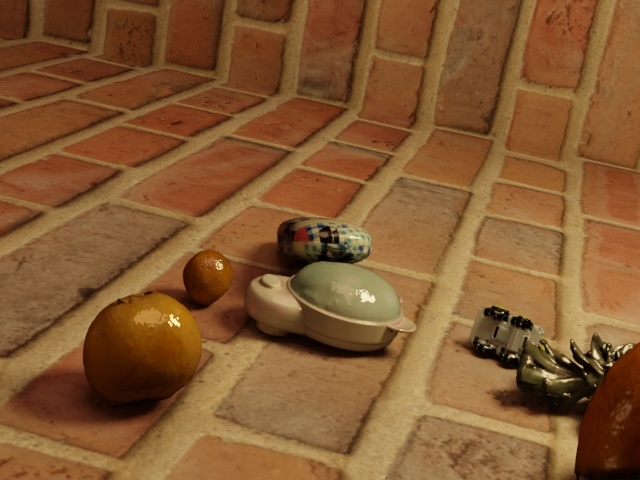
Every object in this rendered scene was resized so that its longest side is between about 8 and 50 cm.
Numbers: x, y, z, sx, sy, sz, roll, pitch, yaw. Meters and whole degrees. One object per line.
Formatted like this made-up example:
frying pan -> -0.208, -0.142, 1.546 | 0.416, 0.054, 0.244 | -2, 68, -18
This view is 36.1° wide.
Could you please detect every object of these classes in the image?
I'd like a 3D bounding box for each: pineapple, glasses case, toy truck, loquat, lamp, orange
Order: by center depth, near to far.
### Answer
orange -> 0.439, 0.212, 1.087 | 0.274, 0.310, 0.274 | 27, 31, -18
loquat -> -0.213, 0.128, 1.162 | 0.141, 0.141, 0.141 | 9, 19, -3
pineapple -> 0.419, 0.197, 1.307 | 0.310, 0.141, 0.170 | 8, 43, 15
lamp -> 0.013, 0.085, 1.440 | 0.246, 0.107, 0.179 | 7, 15, -9
orange -> -0.169, 0.055, 1.465 | 0.085, 0.085, 0.085 | 9, 19, -3
toy truck -> 0.288, 0.146, 1.475 | 0.111, 0.076, 0.077 | 22, 2, 28
glasses case -> 0.000, 0.000, 1.624 | 0.125, 0.076, 0.327 | 6, 1, -9
